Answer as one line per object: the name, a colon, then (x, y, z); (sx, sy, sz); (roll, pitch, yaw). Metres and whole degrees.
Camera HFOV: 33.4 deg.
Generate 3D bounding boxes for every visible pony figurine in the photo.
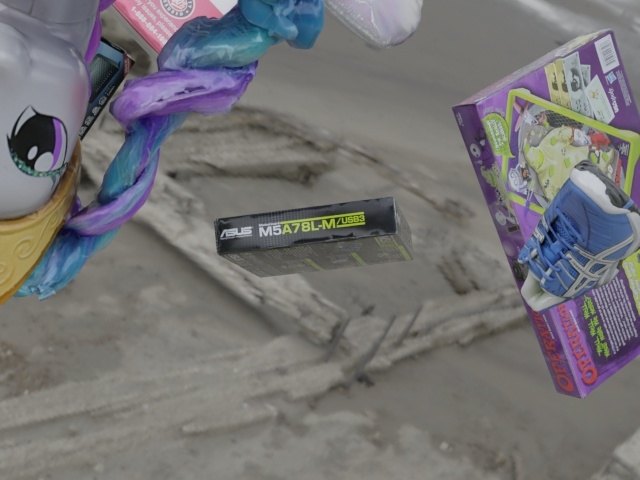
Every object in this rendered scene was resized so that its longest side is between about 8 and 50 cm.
pony figurine: (-0.066, -0.175, 0.376); (0.303, 0.363, 0.351); (20, 36, -8)

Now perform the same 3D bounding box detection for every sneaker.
sneaker: (0.218, 0.006, 0.907); (0.080, 0.081, 0.211); (51, -10, 25)

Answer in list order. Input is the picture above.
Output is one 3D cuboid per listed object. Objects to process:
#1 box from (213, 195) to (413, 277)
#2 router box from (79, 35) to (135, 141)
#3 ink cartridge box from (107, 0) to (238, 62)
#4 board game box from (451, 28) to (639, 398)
box: (0.000, 0.000, 1.134); (0.184, 0.045, 0.191); (-9, -11, 9)
router box: (-0.233, -0.134, 0.945); (0.038, 0.122, 0.092); (38, 7, 28)
ink cartridge box: (-0.084, -0.301, 0.962); (0.207, 0.283, 0.117); (47, -3, 5)
board game box: (0.286, -0.029, 1.159); (0.208, 0.346, 0.056); (-31, 18, -30)
